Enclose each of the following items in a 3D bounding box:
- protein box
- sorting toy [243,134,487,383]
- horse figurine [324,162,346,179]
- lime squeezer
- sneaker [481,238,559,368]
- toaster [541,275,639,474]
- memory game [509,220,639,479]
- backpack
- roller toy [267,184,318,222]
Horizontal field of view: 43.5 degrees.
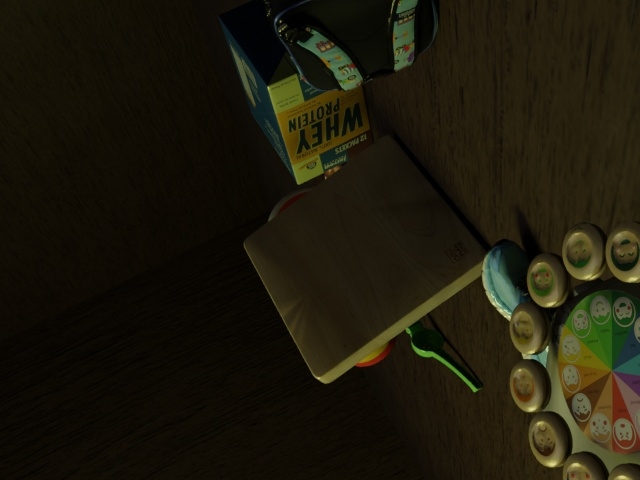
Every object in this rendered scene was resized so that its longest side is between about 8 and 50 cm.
[{"bbox_3d":[-0.035,-0.237,1.213,0.199,0.136,0.201,58,171,38],"label":"protein box"},{"bbox_3d":[0.063,0.030,1.065,0.089,0.255,0.257,47,-172,-50],"label":"sorting toy"},{"bbox_3d":[0.072,-0.061,1.340,0.263,0.066,0.174,-135,25,-73],"label":"horse figurine"},{"bbox_3d":[0.171,0.136,1.391,0.310,0.059,0.110,62,173,18],"label":"lime squeezer"},{"bbox_3d":[0.226,0.068,0.813,0.162,0.063,0.073,60,155,-2],"label":"sneaker"},{"bbox_3d":[0.243,0.121,0.538,0.227,0.129,0.146,-120,10,-48],"label":"toaster"},{"bbox_3d":[0.172,0.078,0.486,0.186,0.012,0.186,-179,90,-65],"label":"memory game"},{"bbox_3d":[0.031,-0.225,0.767,0.173,0.158,0.116,50,-161,-68],"label":"backpack"},{"bbox_3d":[0.000,0.000,1.604,0.146,0.209,0.191,74,-154,-54],"label":"roller toy"}]
